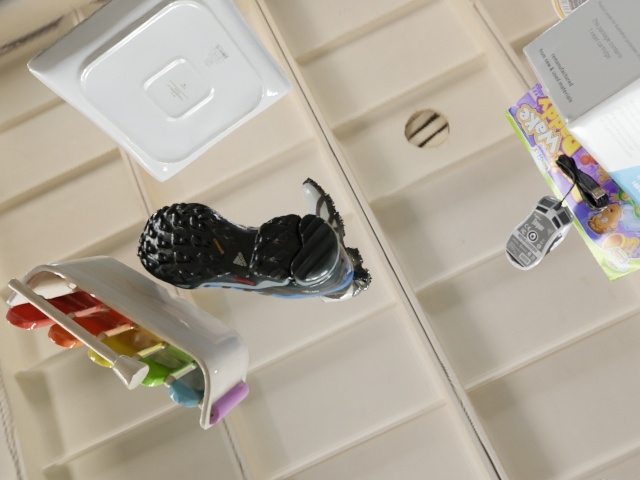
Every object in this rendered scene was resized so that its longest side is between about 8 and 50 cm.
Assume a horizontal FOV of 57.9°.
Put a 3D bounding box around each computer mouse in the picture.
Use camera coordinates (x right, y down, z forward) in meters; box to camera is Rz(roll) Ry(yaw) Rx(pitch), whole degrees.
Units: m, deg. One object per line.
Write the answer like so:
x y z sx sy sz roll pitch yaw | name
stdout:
0.367 -0.034 0.925 0.106 0.042 0.193 53 -49 29 | computer mouse

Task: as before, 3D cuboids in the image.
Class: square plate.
-0.264 -0.286 1.045 0.344 0.347 0.049 -33 -130 8 | square plate

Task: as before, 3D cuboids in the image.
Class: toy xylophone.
-0.241 0.110 0.705 0.323 0.236 0.081 30 -79 19 | toy xylophone

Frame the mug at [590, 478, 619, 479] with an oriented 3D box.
0.233 0.236 0.482 0.078 0.062 0.064 -2 -111 -13 | mug

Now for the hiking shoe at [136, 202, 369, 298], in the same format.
-0.101 0.030 0.742 0.304 0.132 0.113 8 -110 28 | hiking shoe

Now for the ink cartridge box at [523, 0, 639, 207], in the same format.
0.400 -0.193 0.562 0.307 0.223 0.129 -35 -132 30 | ink cartridge box

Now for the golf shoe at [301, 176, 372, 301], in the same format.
0.000 0.000 0.877 0.094 0.077 0.198 -26 -105 3 | golf shoe

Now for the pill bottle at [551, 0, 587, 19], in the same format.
0.596 -0.503 1.131 0.162 0.278 0.162 -5 -69 -13 | pill bottle

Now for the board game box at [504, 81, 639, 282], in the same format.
0.481 -0.138 0.922 0.078 0.233 0.347 -15 -109 -35 | board game box
